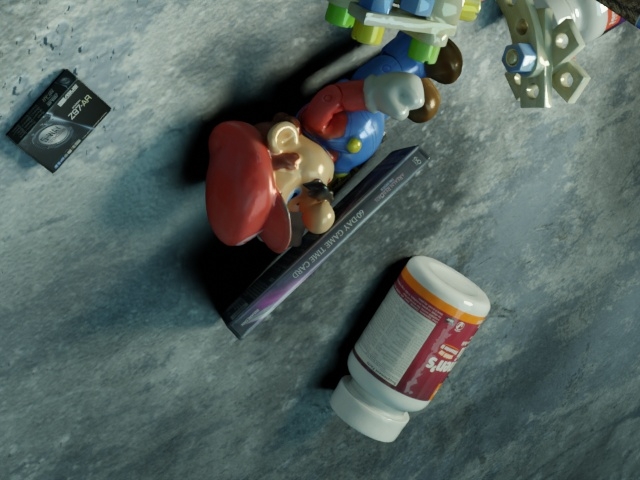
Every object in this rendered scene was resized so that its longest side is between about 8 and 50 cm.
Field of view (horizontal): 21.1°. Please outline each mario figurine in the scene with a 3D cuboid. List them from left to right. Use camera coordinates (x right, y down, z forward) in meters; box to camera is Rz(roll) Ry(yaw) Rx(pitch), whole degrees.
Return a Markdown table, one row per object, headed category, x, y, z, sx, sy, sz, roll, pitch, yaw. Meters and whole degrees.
| category | x | y | z | sx | sy | sz | roll | pitch | yaw |
| --- | --- | --- | --- | --- | --- | --- | --- | --- | --- |
| mario figurine | 0.022 | -0.083 | 1.781 | 0.320 | 0.170 | 0.198 | -37 | 133 | -26 |

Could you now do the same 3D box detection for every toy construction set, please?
| category | x | y | z | sx | sy | sz | roll | pitch | yaw |
| --- | --- | --- | --- | --- | --- | --- | --- | --- | --- |
| toy construction set | 0.134 | -0.241 | 1.691 | 0.328 | 0.215 | 0.151 | 15 | 104 | -46 |

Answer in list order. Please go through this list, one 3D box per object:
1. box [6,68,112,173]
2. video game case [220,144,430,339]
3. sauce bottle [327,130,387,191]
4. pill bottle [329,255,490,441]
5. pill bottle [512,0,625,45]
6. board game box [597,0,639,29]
| category | x | y | z | sx | sy | sz | roll | pitch | yaw |
| --- | --- | --- | --- | --- | --- | --- | --- | --- | --- |
| box | -0.239 | -0.109 | 1.577 | 0.083 | 0.018 | 0.067 | -48 | 149 | -2 |
| video game case | 0.000 | 0.000 | 1.869 | 0.274 | 0.026 | 0.196 | -43 | -175 | -3 |
| sauce bottle | 0.020 | -0.084 | 1.904 | 0.128 | 0.042 | 0.042 | -40 | 147 | -12 |
| pill bottle | 0.110 | 0.139 | 2.180 | 0.121 | 0.121 | 0.221 | 10 | 116 | -55 |
| pill bottle | 0.314 | -0.292 | 1.982 | 0.193 | 0.108 | 0.108 | -32 | 145 | -26 |
| board game box | 0.330 | -0.338 | 1.778 | 0.232 | 0.291 | 0.141 | -7 | 129 | -47 |
